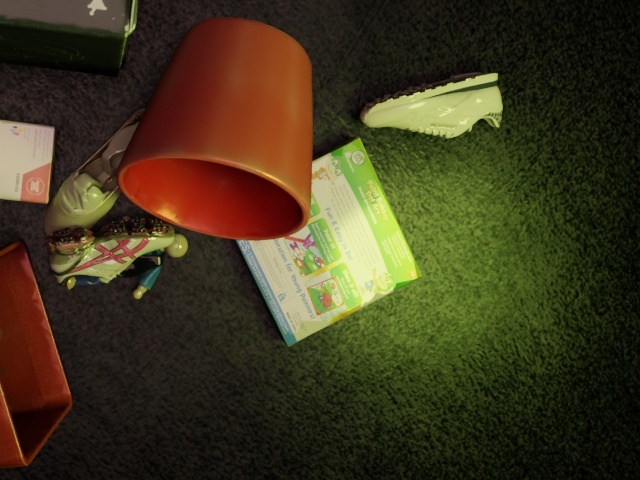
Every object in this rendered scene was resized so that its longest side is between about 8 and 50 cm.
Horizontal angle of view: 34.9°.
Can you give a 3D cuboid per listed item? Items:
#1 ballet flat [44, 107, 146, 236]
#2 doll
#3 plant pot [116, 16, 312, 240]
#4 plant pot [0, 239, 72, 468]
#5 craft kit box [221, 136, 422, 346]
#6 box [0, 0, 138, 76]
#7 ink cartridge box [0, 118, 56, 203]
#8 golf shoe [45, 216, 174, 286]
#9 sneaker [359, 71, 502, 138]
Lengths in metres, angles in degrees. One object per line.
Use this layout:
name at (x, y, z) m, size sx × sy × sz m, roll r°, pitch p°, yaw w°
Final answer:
ballet flat at (-0.323, -0.100, 1.505) m, size 0.086 × 0.086 × 0.248 m, roll 45°, pitch 84°, yaw -13°
doll at (-0.294, 0.027, 1.544) m, size 0.189 × 0.046 × 0.129 m, roll -14°, pitch 87°, yaw -10°
plant pot at (-0.129, -0.163, 1.445) m, size 0.275 × 0.275 × 0.243 m, roll 16°, pitch 68°, yaw -13°
plant pot at (-0.522, 0.174, 1.415) m, size 0.235 × 0.267 × 0.267 m, roll -15°, pitch 99°, yaw 1°
craft kit box at (0.000, 0.000, 1.602) m, size 0.246 × 0.061 × 0.250 m, roll -26°, pitch 100°, yaw -6°
box at (-0.463, -0.388, 1.250) m, size 0.479 × 0.472 × 0.297 m, roll 5°, pitch 95°, yaw -13°
ink cartridge box at (-0.490, -0.121, 1.477) m, size 0.198 × 0.067 × 0.115 m, roll 6°, pitch 95°, yaw -12°
golf shoe at (-0.304, 0.016, 1.494) m, size 0.186 × 0.067 × 0.086 m, roll -10°, pitch 113°, yaw -11°
sneaker at (0.178, -0.201, 1.606) m, size 0.235 × 0.090 × 0.095 m, roll -13°, pitch 108°, yaw -9°
